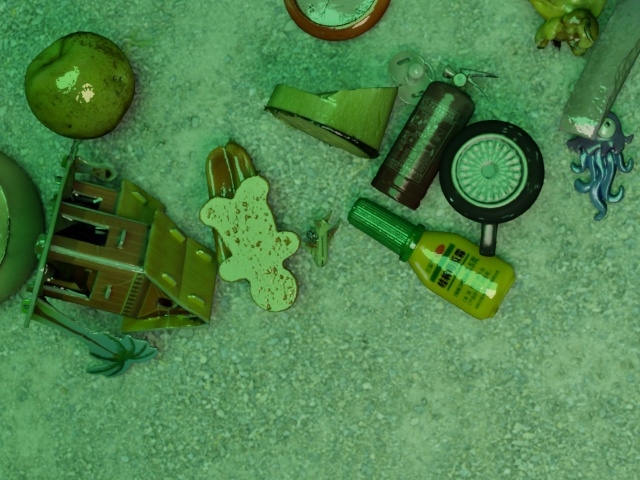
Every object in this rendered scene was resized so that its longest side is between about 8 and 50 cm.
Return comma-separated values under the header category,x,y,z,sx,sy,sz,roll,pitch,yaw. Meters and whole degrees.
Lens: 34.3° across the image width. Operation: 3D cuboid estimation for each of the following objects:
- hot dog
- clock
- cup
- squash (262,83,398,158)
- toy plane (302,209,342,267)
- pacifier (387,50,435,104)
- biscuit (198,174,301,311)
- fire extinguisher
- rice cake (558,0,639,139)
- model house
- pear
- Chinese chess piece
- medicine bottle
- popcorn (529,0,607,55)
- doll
category,x,y,z,sx,sy,sz,roll,pitch,yaw
hot dog,-0.147,-0.055,1.872,0.109,0.072,0.269,-8,89,10
clock,0.030,-0.457,1.846,0.205,0.051,0.205,0,90,14
cup,0.283,-0.086,1.725,0.169,0.176,0.223,5,94,10
squash,0.015,-0.228,1.763,0.220,0.220,0.133,18,94,12
toy plane,0.000,0.000,1.842,0.040,0.102,0.111,36,135,31
pacifier,0.165,-0.289,1.804,0.082,0.078,0.099,-23,84,-9
biscuit,-0.111,0.013,1.814,0.158,0.035,0.240,-24,88,10
fire extinguisher,0.197,-0.186,1.785,0.105,0.105,0.269,32,96,11
rice cake,0.505,-0.341,1.703,0.070,0.064,0.399,27,84,20
model house,-0.358,0.059,1.896,0.324,0.340,0.300,15,51,-13
pear,-0.430,-0.273,1.882,0.197,0.197,0.197,0,89,12
Chinese chess piece,-0.693,-0.025,1.956,0.338,0.140,0.338,0,88,12
medicine bottle,0.186,0.021,1.797,0.309,0.076,0.111,31,95,12
popcorn,0.401,-0.412,1.709,0.168,0.173,0.195,13,86,-30
doll,0.472,-0.134,1.743,0.110,0.067,0.205,-2,100,21
